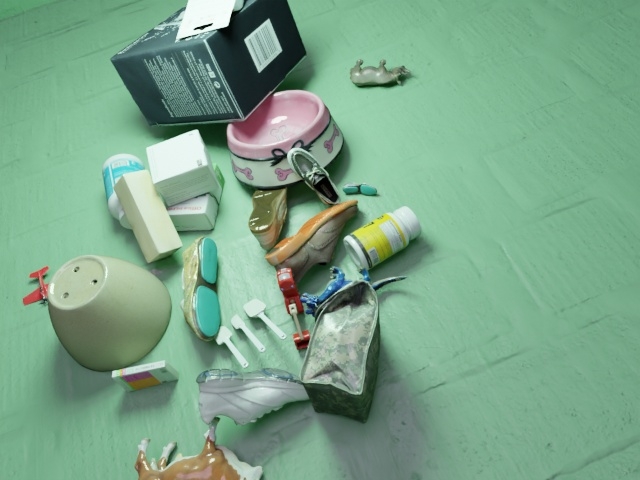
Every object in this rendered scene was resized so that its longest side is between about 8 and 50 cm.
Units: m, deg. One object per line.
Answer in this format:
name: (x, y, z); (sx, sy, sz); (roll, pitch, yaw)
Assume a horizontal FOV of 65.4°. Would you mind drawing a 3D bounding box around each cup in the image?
cup: (-0.627, 0.174, 1.420); (0.331, 0.237, 0.331); (-5, 56, 7)

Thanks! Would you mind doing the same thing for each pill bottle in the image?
pill bottle: (-0.658, -0.163, 1.710); (0.146, 0.146, 0.264); (-22, 55, -5)
pill bottle: (0.184, -0.008, 1.463); (0.208, 0.119, 0.119); (-30, 56, -11)

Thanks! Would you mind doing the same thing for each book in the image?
book: (-0.470, 0.364, 1.345); (0.144, 0.096, 0.035); (-12, 55, 2)

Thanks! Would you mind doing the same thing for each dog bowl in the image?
dog bowl: (-0.134, -0.360, 1.697); (0.408, 0.150, 0.408); (-10, 44, 10)

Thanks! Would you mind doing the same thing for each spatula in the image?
spatula: (-0.196, 0.248, 1.362); (0.168, 0.019, 0.242); (-33, 29, -18)

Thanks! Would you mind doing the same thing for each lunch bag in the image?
lunch bag: (0.067, 0.263, 1.228); (0.169, 0.235, 0.287); (9, 58, 14)

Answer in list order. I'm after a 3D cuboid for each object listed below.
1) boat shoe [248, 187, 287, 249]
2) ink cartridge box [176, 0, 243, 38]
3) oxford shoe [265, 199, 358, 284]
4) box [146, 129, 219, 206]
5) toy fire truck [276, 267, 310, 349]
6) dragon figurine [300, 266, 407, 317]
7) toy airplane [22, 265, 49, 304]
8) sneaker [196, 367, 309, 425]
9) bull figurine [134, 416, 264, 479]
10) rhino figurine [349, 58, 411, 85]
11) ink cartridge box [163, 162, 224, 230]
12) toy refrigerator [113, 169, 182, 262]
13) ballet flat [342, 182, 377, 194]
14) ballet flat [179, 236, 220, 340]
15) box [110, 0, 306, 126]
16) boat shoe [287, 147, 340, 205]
boat shoe: (-0.159, -0.089, 1.599); (0.109, 0.098, 0.302); (-9, 37, 11)
ink cartridge box: (-0.348, -0.725, 1.598); (0.189, 0.066, 0.232); (-6, 63, 19)
oxford shoe: (0.000, 0.000, 1.513); (0.363, 0.130, 0.133); (-38, 100, -28)
box: (-0.448, -0.237, 1.622); (0.182, 0.119, 0.181); (-21, 54, -4)
toy fire truck: (-0.073, 0.186, 1.368); (0.047, 0.192, 0.135); (-16, 26, -1)
dragon figurine: (0.091, 0.154, 1.386); (0.289, 0.085, 0.144); (4, 57, 2)
toy airplane: (-0.900, 0.143, 1.618); (0.151, 0.028, 0.151); (-5, 56, 8)
sneaker: (-0.162, 0.388, 1.243); (0.297, 0.111, 0.129); (5, 88, -17)
bull figurine: (-0.296, 0.545, 1.189); (0.310, 0.101, 0.188); (-13, 48, -5)
rhino figurine: (0.227, -0.638, 1.914); (0.243, 0.073, 0.106); (3, 53, 11)
ink cartridge box: (-0.430, -0.147, 1.688); (0.160, 0.092, 0.219); (-3, 55, 9)
toy refrigerator: (-0.540, -0.077, 1.570); (0.094, 0.102, 0.269); (-22, 85, -44)
ballet flat: (0.131, -0.175, 1.638); (0.114, 0.041, 0.041); (4, 57, 12)
ballet flat: (-0.364, 0.149, 1.474); (0.123, 0.123, 0.349); (-11, 55, 3)
box: (-0.389, -0.668, 1.814); (0.471, 0.297, 0.480); (4, 46, 33)
boat shoe: (-0.014, -0.198, 1.537); (0.078, 0.070, 0.219); (-44, 103, -4)
